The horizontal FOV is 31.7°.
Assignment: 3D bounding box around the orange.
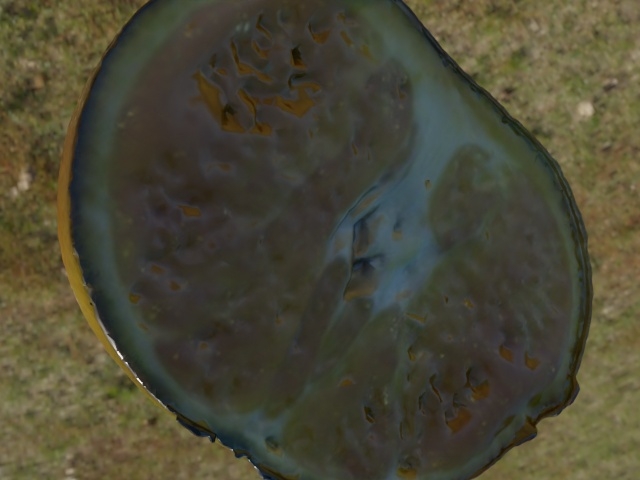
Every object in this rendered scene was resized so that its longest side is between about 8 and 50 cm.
[{"bbox_3d":[0.000,-0.004,0.629,0.274,0.274,0.310,-28,149,12],"label":"orange"}]
